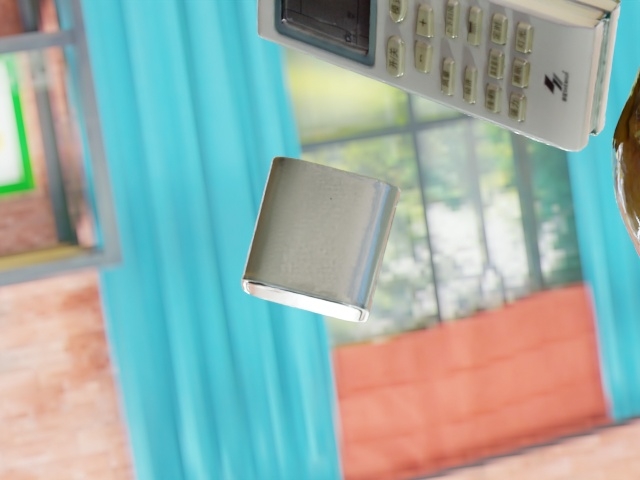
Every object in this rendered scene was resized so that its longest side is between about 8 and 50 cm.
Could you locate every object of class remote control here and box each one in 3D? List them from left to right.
[{"bbox_3d":[0.075,-0.156,1.310,0.277,0.103,0.055,23,-139,26],"label":"remote control"}]

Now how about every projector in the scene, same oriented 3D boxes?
[{"bbox_3d":[0.000,0.000,1.154,0.083,0.082,0.083,14,171,2],"label":"projector"}]

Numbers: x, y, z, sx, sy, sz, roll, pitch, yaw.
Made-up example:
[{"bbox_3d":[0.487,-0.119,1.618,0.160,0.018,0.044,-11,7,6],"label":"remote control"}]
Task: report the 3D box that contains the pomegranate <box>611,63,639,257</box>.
[{"bbox_3d":[0.324,-0.058,1.158,0.307,0.307,0.307,-8,-173,1],"label":"pomegranate"}]
